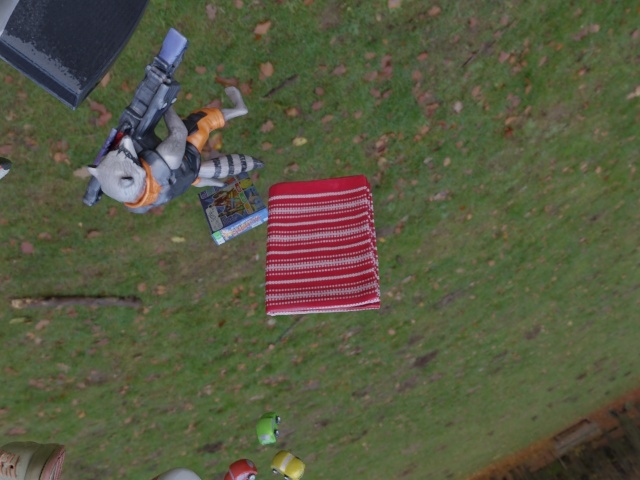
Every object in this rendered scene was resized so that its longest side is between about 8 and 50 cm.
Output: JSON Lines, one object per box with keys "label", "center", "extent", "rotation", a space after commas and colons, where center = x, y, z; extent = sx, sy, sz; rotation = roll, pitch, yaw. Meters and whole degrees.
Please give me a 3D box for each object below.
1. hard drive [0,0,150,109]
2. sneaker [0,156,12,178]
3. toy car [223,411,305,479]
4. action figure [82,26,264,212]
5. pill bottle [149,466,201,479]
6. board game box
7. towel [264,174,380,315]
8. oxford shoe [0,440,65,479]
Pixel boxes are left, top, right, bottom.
{"label": "hard drive", "center": [-0.369, -0.349, 0.802], "extent": [0.172, 0.054, 0.254], "rotation": [39, 66, -38]}
{"label": "sneaker", "center": [-0.737, -0.077, 1.057], "extent": [0.090, 0.270, 0.144], "rotation": [13, 115, 9]}
{"label": "toy car", "center": [-0.158, 0.569, 1.462], "extent": [0.239, 0.224, 0.053], "rotation": [-16, 126, 13]}
{"label": "action figure", "center": [-0.224, -0.159, 0.860], "extent": [0.341, 0.178, 0.330], "rotation": [-49, 176, 36]}
{"label": "pill bottle", "center": [-0.438, 0.703, 1.291], "extent": [0.323, 0.181, 0.181], "rotation": [-32, 149, 16]}
{"label": "board game box", "center": [-0.208, -0.082, 1.240], "extent": [0.136, 0.201, 0.035], "rotation": [-27, 128, -4]}
{"label": "towel", "center": [0.000, 0.000, 0.942], "extent": [0.199, 0.274, 0.031], "rotation": [-4, 147, 4]}
{"label": "oxford shoe", "center": [-0.696, 0.546, 1.239], "extent": [0.147, 0.140, 0.397], "rotation": [19, 154, -24]}
